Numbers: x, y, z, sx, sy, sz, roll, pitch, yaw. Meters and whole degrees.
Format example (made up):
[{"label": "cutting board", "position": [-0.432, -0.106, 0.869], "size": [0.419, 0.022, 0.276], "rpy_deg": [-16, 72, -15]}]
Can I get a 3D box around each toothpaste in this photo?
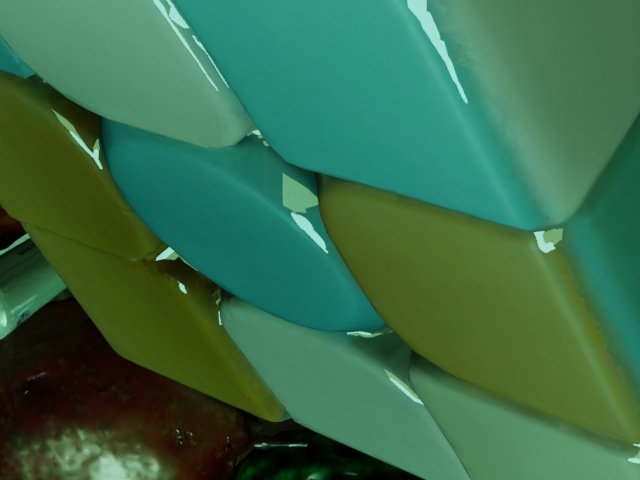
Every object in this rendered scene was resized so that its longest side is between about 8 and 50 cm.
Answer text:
[{"label": "toothpaste", "position": [-0.151, 0.008, 1.157], "size": [0.064, 0.218, 0.041], "rpy_deg": [-29, 96, 36]}]

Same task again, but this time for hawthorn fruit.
[{"label": "hawthorn fruit", "position": [-0.121, 0.122, 1.307], "size": [0.235, 0.181, 0.181], "rpy_deg": [-1, 139, 10]}]

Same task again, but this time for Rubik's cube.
[{"label": "Rubik's cube", "position": [0.059, -0.128, 0.759], "size": [0.344, 0.347, 0.346], "rpy_deg": [20, 155, 39]}]

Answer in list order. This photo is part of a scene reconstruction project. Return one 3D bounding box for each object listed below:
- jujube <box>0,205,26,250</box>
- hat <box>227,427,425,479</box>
[{"label": "jujube", "position": [-0.197, -0.076, 1.099], "size": [0.155, 0.155, 0.230], "rpy_deg": [22, 149, -17]}, {"label": "hat", "position": [0.089, 0.255, 1.396], "size": [0.332, 0.242, 0.274], "rpy_deg": [-1, 158, -10]}]
